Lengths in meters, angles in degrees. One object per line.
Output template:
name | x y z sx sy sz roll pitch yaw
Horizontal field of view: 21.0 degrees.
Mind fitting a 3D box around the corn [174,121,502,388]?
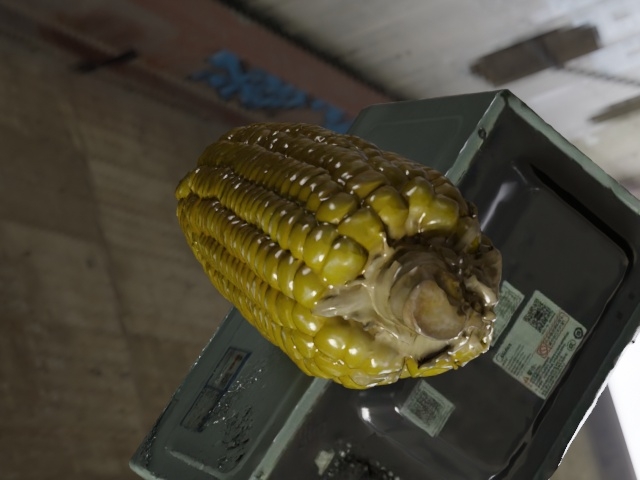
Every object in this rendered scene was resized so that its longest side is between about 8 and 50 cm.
corn | 0.000 0.000 0.895 0.119 0.119 0.322 65 170 -16

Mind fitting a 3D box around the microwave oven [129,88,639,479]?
microwave oven | 0.055 0.079 1.075 0.181 0.295 0.237 38 168 -19
